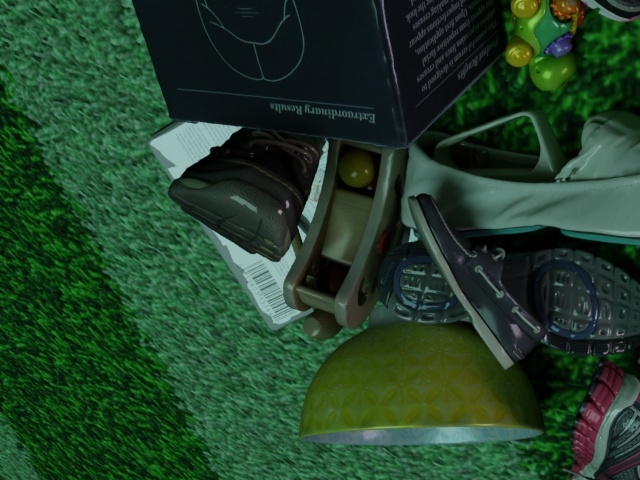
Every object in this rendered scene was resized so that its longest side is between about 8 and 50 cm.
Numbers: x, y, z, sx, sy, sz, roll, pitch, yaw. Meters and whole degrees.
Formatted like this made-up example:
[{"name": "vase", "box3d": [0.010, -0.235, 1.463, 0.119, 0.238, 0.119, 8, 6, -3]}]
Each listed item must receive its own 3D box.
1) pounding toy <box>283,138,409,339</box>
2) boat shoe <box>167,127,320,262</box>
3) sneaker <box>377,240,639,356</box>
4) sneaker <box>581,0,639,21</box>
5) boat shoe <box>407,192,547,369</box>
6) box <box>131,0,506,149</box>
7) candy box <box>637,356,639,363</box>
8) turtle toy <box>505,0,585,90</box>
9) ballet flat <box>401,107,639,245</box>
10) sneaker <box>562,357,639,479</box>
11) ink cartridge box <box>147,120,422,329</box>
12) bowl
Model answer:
[{"name": "pounding toy", "box3d": [0.000, 0.000, 1.167, 0.155, 0.154, 0.269, 18, 109, 21]}, {"name": "boat shoe", "box3d": [-0.074, -0.066, 1.076, 0.132, 0.130, 0.355, 32, 176, -11]}, {"name": "sneaker", "box3d": [0.216, 0.053, 1.138, 0.297, 0.129, 0.111, 12, 92, 13]}, {"name": "sneaker", "box3d": [0.236, -0.265, 0.871, 0.075, 0.063, 0.170, -20, 104, 55]}, {"name": "boat shoe", "box3d": [0.157, 0.031, 1.039, 0.206, 0.065, 0.075, 57, -176, -13]}, {"name": "box", "box3d": [-0.025, -0.313, 0.945, 0.293, 0.212, 0.395, 11, 129, 35]}, {"name": "candy box", "box3d": [0.456, 0.134, 1.014, 0.233, 0.071, 0.159, 38, 141, 8]}, {"name": "turtle toy", "box3d": [0.206, -0.196, 0.948, 0.066, 0.095, 0.130, 7, 131, 11]}, {"name": "ballet flat", "box3d": [0.239, -0.064, 1.008, 0.400, 0.139, 0.139, 2, 125, 42]}, {"name": "sneaker", "box3d": [0.338, 0.248, 1.143, 0.112, 0.121, 0.299, 20, 153, 23]}, {"name": "ink cartridge box", "box3d": [-0.028, -0.063, 1.282, 0.261, 0.066, 0.296, -25, 106, 23]}, {"name": "bowl", "box3d": [0.118, 0.160, 1.247, 0.289, 0.289, 0.156, -18, 66, 48]}]
